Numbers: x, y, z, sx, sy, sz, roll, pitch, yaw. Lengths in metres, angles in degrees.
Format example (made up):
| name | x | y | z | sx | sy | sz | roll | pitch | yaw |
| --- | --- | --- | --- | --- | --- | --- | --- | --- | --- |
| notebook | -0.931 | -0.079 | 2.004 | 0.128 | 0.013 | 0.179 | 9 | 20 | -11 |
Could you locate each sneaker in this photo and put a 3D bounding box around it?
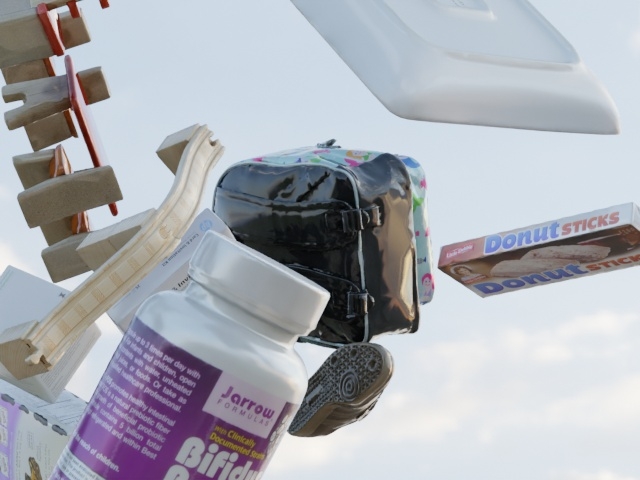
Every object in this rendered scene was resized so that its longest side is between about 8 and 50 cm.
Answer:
| name | x | y | z | sx | sy | sz | roll | pitch | yaw |
| --- | --- | --- | --- | --- | --- | --- | --- | --- | --- |
| sneaker | 0.034 | 0.161 | 2.040 | 0.071 | 0.066 | 0.188 | 5 | -27 | -36 |

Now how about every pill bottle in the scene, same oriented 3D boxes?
| name | x | y | z | sx | sy | sz | roll | pitch | yaw |
| --- | --- | --- | --- | --- | --- | --- | --- | --- | --- |
| pill bottle | -0.114 | 0.150 | 1.654 | 0.169 | 0.302 | 0.169 | 28 | 2 | -1 |

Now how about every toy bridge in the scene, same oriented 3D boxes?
| name | x | y | z | sx | sy | sz | roll | pitch | yaw |
| --- | --- | --- | --- | --- | --- | --- | --- | --- | --- |
| toy bridge | -0.100 | 0.002 | 0.981 | 0.063 | 0.188 | 0.026 | -18 | -63 | 44 |

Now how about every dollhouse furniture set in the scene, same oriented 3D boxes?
| name | x | y | z | sx | sy | sz | roll | pitch | yaw |
| --- | --- | --- | --- | --- | --- | --- | --- | --- | --- |
| dollhouse furniture set | -0.232 | -0.138 | 1.770 | 0.135 | 0.262 | 0.259 | -16 | -47 | -1 |

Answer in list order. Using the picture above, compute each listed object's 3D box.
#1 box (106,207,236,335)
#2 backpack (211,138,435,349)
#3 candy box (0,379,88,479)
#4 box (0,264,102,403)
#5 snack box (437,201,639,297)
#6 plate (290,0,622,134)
| name | x | y | z | sx | sy | sz | roll | pitch | yaw |
| --- | --- | --- | --- | --- | --- | --- | --- | --- | --- |
| box | -0.127 | 0.070 | 1.882 | 0.145 | 0.038 | 0.186 | -42 | -35 | -11 |
| backpack | 0.000 | 0.000 | 2.125 | 0.253 | 0.225 | 0.191 | 3 | 14 | 40 |
| candy box | -0.297 | 0.253 | 2.071 | 0.070 | 0.165 | 0.196 | -11 | 20 | -36 |
| box | -0.312 | 0.101 | 2.024 | 0.102 | 0.101 | 0.087 | 22 | -24 | 26 |
| snack box | 0.179 | 0.009 | 1.432 | 0.178 | 0.022 | 0.064 | -14 | -33 | 39 |
| plate | 0.090 | -0.190 | 1.521 | 0.278 | 0.277 | 0.045 | 1 | -49 | -43 |
